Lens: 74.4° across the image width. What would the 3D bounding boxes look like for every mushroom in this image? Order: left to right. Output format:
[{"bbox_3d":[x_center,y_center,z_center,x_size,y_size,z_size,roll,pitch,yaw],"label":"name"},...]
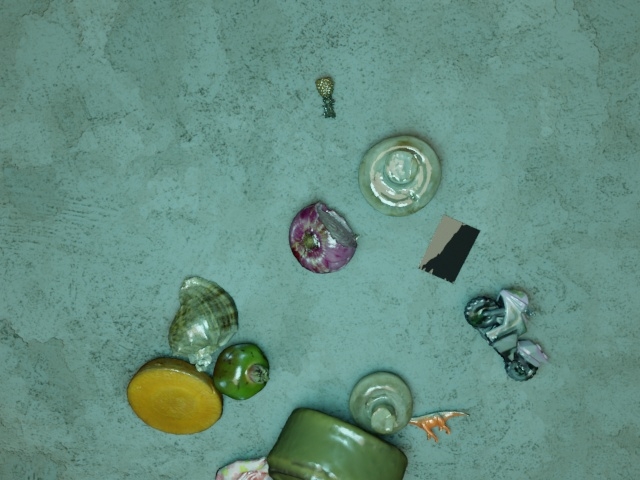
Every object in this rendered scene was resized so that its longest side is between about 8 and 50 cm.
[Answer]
[{"bbox_3d":[0.190,0.515,1.299,0.204,0.204,0.204,0,96,3],"label":"mushroom"},{"bbox_3d":[0.229,-0.186,1.206,0.243,0.243,0.244,0,96,3],"label":"mushroom"}]

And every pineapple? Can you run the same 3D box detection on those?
[{"bbox_3d":[0.022,-0.429,1.282,0.058,0.058,0.124,-12,110,4],"label":"pineapple"}]

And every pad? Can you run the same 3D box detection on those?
[{"bbox_3d":[0.405,0.028,1.333,0.127,0.004,0.190,25,97,0],"label":"pad"}]

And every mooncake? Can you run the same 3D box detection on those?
[{"bbox_3d":[0.045,0.690,1.293,0.394,0.246,0.393,0,138,36],"label":"mooncake"}]

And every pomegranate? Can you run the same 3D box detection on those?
[{"bbox_3d":[-0.230,0.408,1.301,0.180,0.209,0.180,3,86,-41],"label":"pomegranate"}]

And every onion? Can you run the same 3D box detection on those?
[{"bbox_3d":[-0.005,0.003,1.267,0.200,0.200,0.207,-44,105,6],"label":"onion"}]

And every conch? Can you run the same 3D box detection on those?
[{"bbox_3d":[-0.375,0.263,1.315,0.210,0.159,0.291,-10,95,4],"label":"conch"}]

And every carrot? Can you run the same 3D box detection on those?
[{"bbox_3d":[-0.459,0.502,1.360,0.307,0.100,0.258,24,111,-9],"label":"carrot"}]

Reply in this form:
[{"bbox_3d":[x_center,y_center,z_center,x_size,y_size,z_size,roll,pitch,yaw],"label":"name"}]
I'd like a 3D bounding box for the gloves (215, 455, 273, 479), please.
[{"bbox_3d":[-0.222,0.787,1.390,0.241,0.126,0.145,-7,72,6],"label":"gloves"}]

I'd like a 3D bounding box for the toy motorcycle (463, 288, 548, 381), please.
[{"bbox_3d":[0.589,0.277,1.285,0.188,0.143,0.327,-38,101,6],"label":"toy motorcycle"}]

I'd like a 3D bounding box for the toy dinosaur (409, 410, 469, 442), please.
[{"bbox_3d":[0.347,0.605,1.377,0.279,0.055,0.101,-25,85,6],"label":"toy dinosaur"}]
